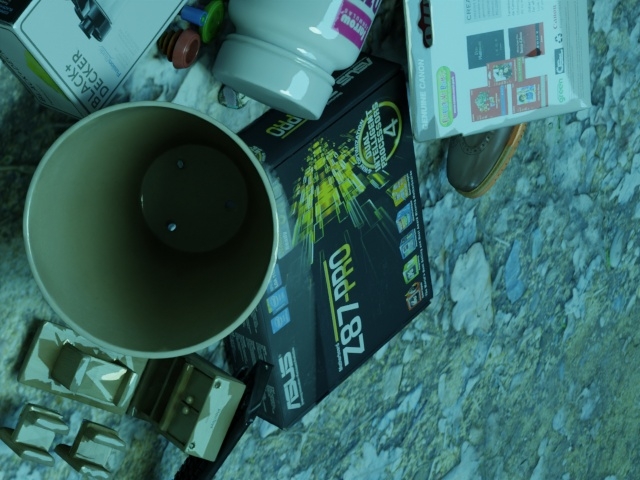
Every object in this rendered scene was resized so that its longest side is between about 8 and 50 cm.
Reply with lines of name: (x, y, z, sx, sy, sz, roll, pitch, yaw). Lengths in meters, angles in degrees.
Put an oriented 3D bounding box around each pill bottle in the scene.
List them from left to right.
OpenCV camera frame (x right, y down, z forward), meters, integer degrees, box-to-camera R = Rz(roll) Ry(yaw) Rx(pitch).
pill bottle: (-0.008, -0.291, 1.850, 0.160, 0.160, 0.283, 28, 84, -55)

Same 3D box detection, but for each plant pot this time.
plant pot: (-0.154, -0.029, 1.739, 0.274, 0.257, 0.256, -56, 163, -80)

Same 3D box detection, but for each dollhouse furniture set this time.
dollhouse furniture set: (-0.237, 0.155, 1.882, 0.242, 0.161, 0.212, 23, 90, -33)

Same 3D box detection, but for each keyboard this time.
keyboard: (-0.147, 0.264, 2.009, 0.317, 0.033, 0.201, -55, -172, 27)

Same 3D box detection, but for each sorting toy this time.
sorting toy: (-0.148, -0.238, 1.822, 0.102, 0.042, 0.061, -56, 162, -35)

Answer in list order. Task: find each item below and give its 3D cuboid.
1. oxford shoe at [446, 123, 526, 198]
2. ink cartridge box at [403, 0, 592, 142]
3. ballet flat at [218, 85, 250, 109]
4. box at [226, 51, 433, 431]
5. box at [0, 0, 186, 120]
oxford shoe: (0.213, -0.238, 2.250, 0.133, 0.130, 0.363, 4, 103, -33)
ink cartridge box: (0.194, -0.302, 2.074, 0.272, 0.130, 0.309, -13, 110, -25)
ballet flat: (-0.075, -0.201, 1.932, 0.114, 0.041, 0.041, -58, 145, -12)
box: (0.000, 0.000, 2.100, 0.318, 0.097, 0.394, -37, 135, -33)
box: (-0.214, -0.282, 1.659, 0.290, 0.087, 0.169, -54, 143, -17)
